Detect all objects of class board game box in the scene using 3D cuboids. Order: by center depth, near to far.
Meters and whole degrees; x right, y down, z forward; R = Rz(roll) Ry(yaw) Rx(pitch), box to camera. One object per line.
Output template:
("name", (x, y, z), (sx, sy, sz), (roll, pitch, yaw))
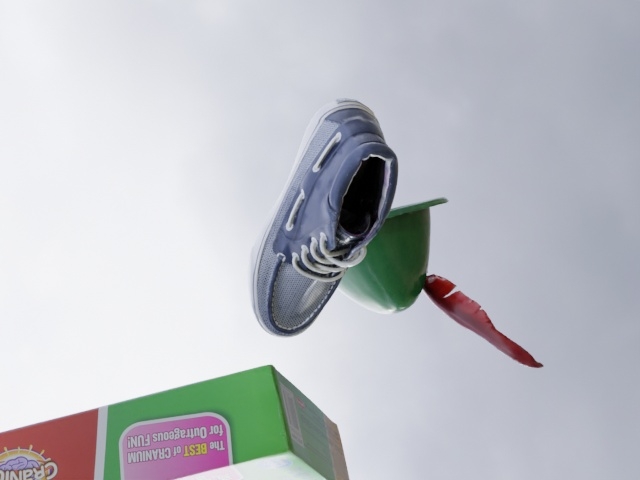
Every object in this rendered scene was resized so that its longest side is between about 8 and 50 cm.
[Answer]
("board game box", (-0.153, 0.183, 1.333), (0.242, 0.317, 0.064), (52, -156, -70))

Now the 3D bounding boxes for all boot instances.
("boot", (0.000, 0.000, 1.254), (0.086, 0.069, 0.190), (-116, 38, -59))

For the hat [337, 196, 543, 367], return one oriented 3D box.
("hat", (0.070, 0.064, 1.755), (0.173, 0.208, 0.183), (-16, -88, -26))
